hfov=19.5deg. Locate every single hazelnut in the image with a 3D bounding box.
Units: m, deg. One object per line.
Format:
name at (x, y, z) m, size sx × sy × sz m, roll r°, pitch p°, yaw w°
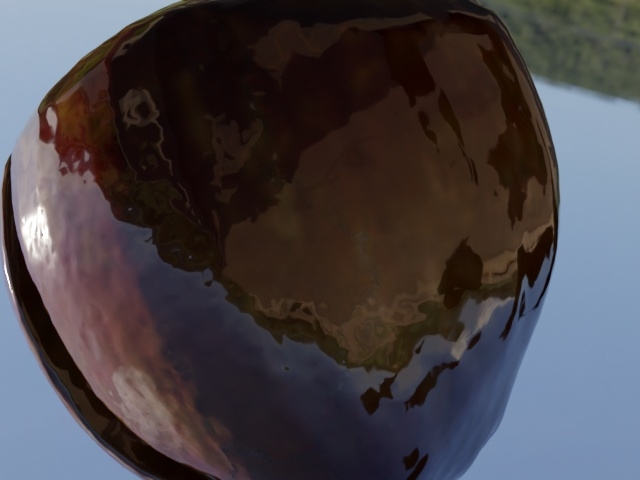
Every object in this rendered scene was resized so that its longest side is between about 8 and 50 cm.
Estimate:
hazelnut at (0.000, 0.000, 0.693) m, size 0.218 × 0.218 × 0.234 m, roll 18°, pitch -165°, yaw 16°
